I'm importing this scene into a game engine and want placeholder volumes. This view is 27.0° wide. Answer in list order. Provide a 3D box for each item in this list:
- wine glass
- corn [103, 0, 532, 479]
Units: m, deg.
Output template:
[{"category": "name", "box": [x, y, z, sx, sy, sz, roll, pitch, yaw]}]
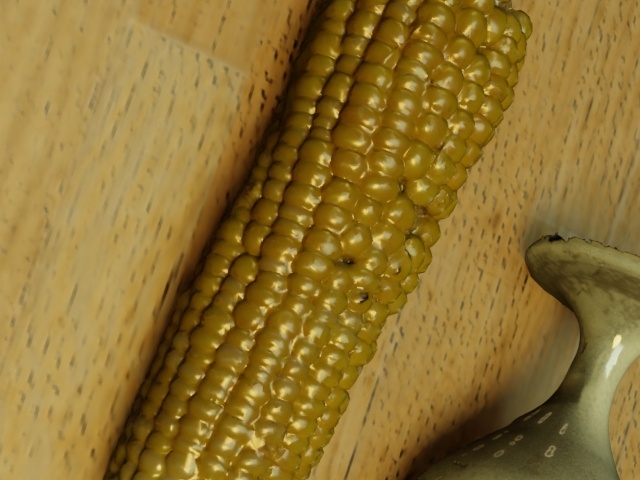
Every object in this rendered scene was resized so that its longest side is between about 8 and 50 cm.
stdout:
[{"category": "wine glass", "box": [0.105, 0.126, 0.642, 0.126, 0.126, 0.241, 38, 72, -32]}, {"category": "corn", "box": [0.000, 0.000, 0.572, 0.097, 0.097, 0.319, 32, 80, -33]}]
